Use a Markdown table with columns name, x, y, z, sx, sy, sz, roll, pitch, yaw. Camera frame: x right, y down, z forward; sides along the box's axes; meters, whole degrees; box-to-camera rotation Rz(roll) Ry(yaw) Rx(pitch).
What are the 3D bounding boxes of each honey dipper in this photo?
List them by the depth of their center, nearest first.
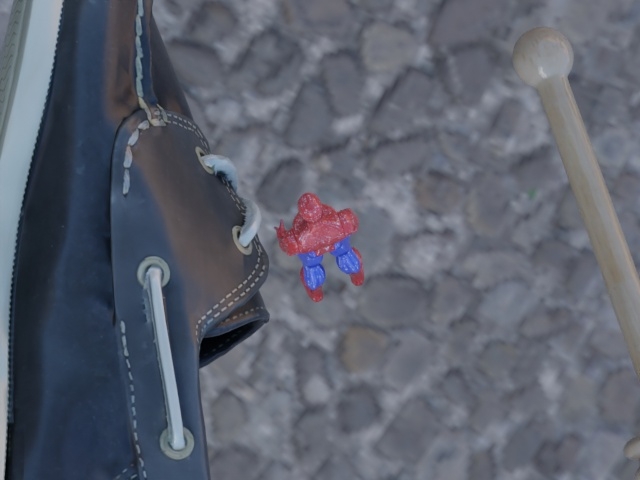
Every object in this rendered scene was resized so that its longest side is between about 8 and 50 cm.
| name | x | y | z | sx | sy | sz | roll | pitch | yaw |
| --- | --- | --- | --- | --- | --- | --- | --- | --- | --- |
| honey dipper | 0.084 | 0.012 | 0.537 | 0.030 | 0.030 | 0.160 | -9 | 73 | -30 |

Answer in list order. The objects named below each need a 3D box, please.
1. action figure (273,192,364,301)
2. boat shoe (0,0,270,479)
| name | x | y | z | sx | sy | sz | roll | pitch | yaw |
| --- | --- | --- | --- | --- | --- | --- | --- | --- | --- |
| action figure | 0.000 | 0.000 | 0.868 | 0.038 | 0.115 | 0.030 | -17 | 76 | 0 |
| boat shoe | -0.052 | 0.005 | 0.486 | 0.079 | 0.084 | 0.233 | 7 | 73 | -13 |
